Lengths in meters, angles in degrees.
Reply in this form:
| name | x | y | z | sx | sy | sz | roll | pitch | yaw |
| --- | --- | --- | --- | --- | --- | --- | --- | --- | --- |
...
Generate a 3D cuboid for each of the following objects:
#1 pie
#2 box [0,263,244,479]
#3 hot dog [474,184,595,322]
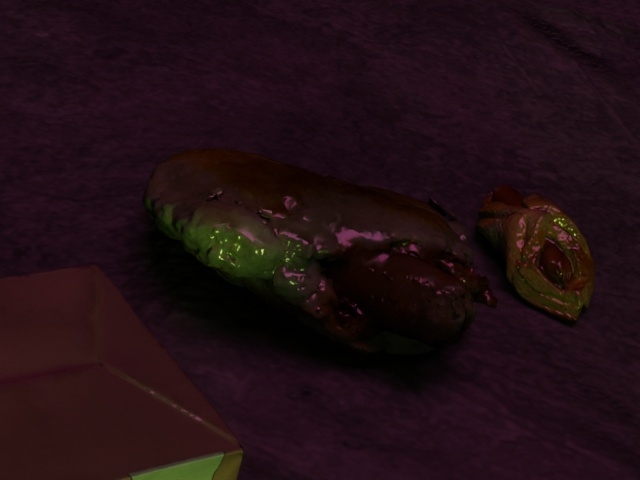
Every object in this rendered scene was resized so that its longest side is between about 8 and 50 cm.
| name | x | y | z | sx | sy | sz | roll | pitch | yaw |
| --- | --- | --- | --- | --- | --- | --- | --- | --- | --- |
| pie | -0.002 | -0.003 | 1.222 | 0.275 | 0.105 | 0.257 | 17 | 17 | -2 |
| box | -0.183 | 0.116 | 0.949 | 0.215 | 0.086 | 0.215 | -9 | 40 | -33 |
| hot dog | 0.179 | -0.003 | 1.315 | 0.078 | 0.061 | 0.169 | -3 | 36 | -25 |
